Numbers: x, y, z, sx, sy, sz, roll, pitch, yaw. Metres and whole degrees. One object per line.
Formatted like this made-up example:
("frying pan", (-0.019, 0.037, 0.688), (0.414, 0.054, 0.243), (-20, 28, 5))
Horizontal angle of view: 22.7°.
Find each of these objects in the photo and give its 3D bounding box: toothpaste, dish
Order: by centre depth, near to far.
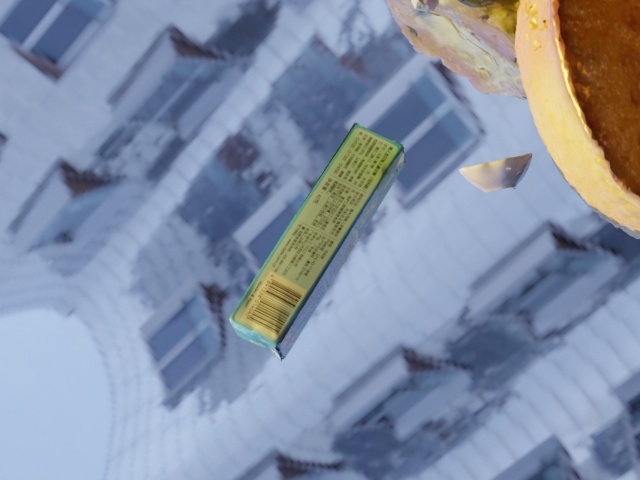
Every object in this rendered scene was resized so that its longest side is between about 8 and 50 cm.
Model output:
("toothpaste", (0.000, 0.000, 1.720), (0.065, 0.050, 0.267), (26, -108, 19))
("dish", (0.221, -0.079, 1.972), (0.137, 0.091, 0.039), (-7, -95, -81))

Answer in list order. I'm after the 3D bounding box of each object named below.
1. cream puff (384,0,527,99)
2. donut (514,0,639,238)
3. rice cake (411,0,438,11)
("cream puff", (0.255, -0.383, 2.216), (0.378, 0.275, 0.378), (34, 169, 8))
("donut", (0.390, -0.172, 1.781), (0.435, 0.163, 0.378), (32, -114, -13))
("rice cake", (0.146, -0.388, 2.011), (0.033, 0.208, 0.033), (-1, -150, -17))
